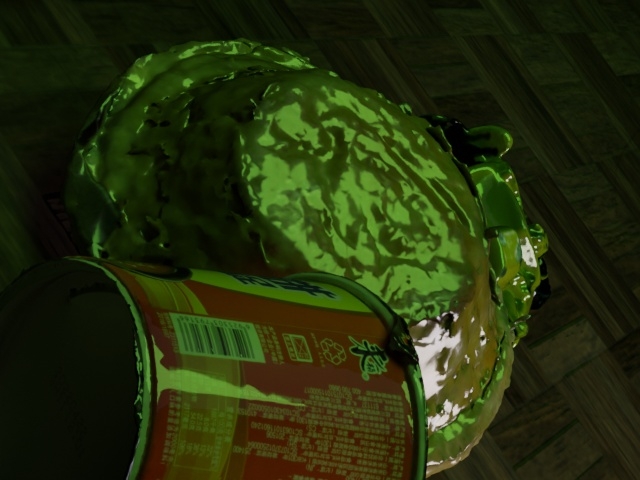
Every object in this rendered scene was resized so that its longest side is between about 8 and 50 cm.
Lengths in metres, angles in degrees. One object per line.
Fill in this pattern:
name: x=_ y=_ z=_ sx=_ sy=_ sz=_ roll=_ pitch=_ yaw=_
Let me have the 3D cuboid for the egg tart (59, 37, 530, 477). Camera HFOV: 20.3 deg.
egg tart: x=-0.001 y=-0.001 z=1.153 sx=0.341 sy=0.132 sz=0.341 roll=15 pitch=56 yaw=-24

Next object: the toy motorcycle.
toy motorcycle: x=0.117 y=0.003 z=1.487 sx=0.206 sy=0.142 sz=0.342 roll=49 pitch=21 yaw=-3

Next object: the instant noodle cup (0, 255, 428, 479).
instant noodle cup: x=-0.076 y=0.101 z=0.919 sx=0.174 sy=0.213 sz=0.213 roll=17 pitch=40 yaw=-42
